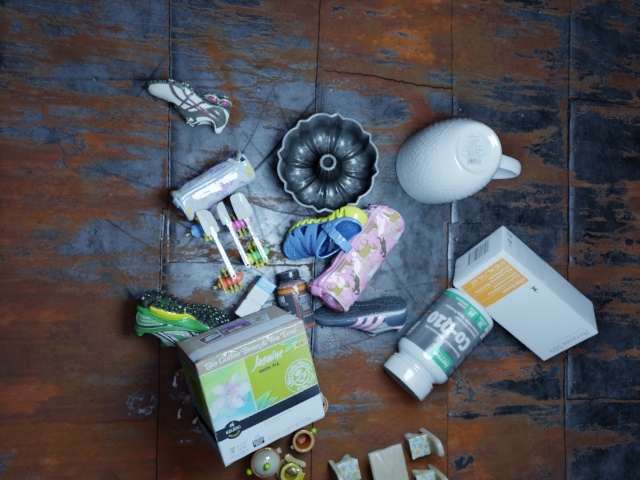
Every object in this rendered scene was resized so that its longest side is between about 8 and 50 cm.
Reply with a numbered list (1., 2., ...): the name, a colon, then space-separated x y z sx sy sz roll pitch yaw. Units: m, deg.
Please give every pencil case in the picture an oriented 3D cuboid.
1. pencil case: 0.119 0.057 1.755 0.167 0.160 0.386 38 73 -7
2. pencil case: -0.338 -0.175 1.694 0.273 0.124 0.113 -35 96 -11

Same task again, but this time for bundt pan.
1. bundt pan: 0.023 -0.245 1.760 0.331 0.124 0.331 0 85 0

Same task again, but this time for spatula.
1. spatula: -0.266 -0.014 1.684 0.168 0.019 0.242 -28 96 -27

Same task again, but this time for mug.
1. mug: 0.484 -0.262 1.789 0.374 0.328 0.276 9 86 -13

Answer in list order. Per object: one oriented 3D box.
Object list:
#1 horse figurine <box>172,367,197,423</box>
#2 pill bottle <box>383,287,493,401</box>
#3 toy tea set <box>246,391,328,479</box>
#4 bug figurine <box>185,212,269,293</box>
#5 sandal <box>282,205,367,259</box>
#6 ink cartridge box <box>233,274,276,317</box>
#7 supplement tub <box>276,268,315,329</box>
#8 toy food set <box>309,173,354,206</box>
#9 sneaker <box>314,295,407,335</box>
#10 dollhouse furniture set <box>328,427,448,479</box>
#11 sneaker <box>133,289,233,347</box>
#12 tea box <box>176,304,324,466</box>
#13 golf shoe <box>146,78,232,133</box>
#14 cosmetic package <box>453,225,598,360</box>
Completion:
1. horse figurine: -0.346 0.495 1.701 0.263 0.066 0.174 8 91 -12
2. pill bottle: 0.395 0.353 1.811 0.361 0.204 0.204 -45 98 -11
3. toy tea set: -0.096 0.635 1.725 0.200 0.124 0.336 23 83 -12
4. bug figurine: -0.290 0.024 1.725 0.216 0.072 0.279 -28 94 -13
5. sandal: 0.000 0.000 1.688 0.126 0.317 0.138 40 44 -30
6. ink cartridge box: -0.224 0.201 1.718 0.060 0.104 0.180 37 80 -10
7. supplement tub: -0.084 0.195 1.752 0.106 0.106 0.198 -13 92 -14
8. toy food set: 0.063 -0.194 1.834 0.192 0.038 0.132 36 81 -10
9. sneaker: 0.138 0.276 1.809 0.319 0.112 0.131 -4 120 -3
10. dollhouse furniture set: 0.265 0.880 1.737 0.362 0.256 0.394 -13 91 -14
11. sneaker: -0.415 0.273 1.677 0.343 0.134 0.146 23 108 -16
12. tea box: -0.204 0.408 1.569 0.329 0.220 0.323 -20 105 -26
13. golf shoe: -0.422 -0.431 1.695 0.273 0.105 0.120 15 92 -12
14. cosmetic package: 0.709 0.189 1.862 0.453 0.230 0.161 38 37 -9
